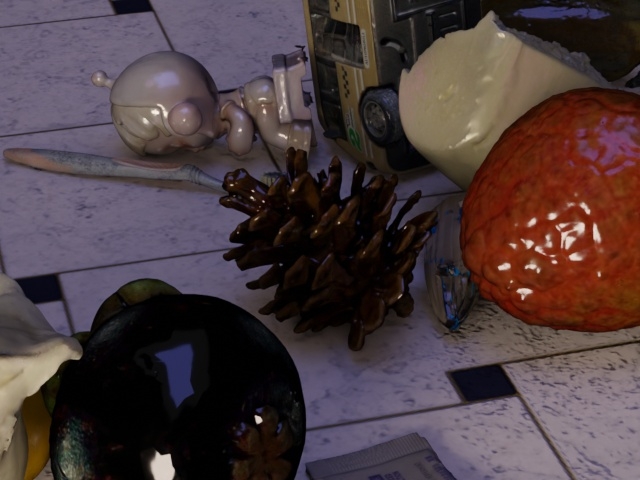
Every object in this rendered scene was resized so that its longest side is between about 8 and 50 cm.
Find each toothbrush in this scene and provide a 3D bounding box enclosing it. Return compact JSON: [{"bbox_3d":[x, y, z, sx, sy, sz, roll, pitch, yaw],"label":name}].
[{"bbox_3d":[-0.187,-0.077,1.922,0.375,0.037,0.028,6,28,16],"label":"toothbrush"}]

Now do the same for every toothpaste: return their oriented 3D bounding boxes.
[{"bbox_3d":[0.086,0.233,1.369,0.099,0.068,0.282,17,15,-27],"label":"toothpaste"}]

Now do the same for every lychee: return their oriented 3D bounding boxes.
[{"bbox_3d":[0.273,-0.036,1.639,0.255,0.255,0.300,27,65,38],"label":"lychee"}]

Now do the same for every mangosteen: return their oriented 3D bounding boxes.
[{"bbox_3d":[-0.123,0.146,1.360,0.242,0.243,0.243,0,30,0],"label":"mangosteen"}]

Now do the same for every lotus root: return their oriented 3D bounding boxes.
[{"bbox_3d":[0.299,-0.264,2.147,0.241,0.123,0.124,5,22,4],"label":"lotus root"}]

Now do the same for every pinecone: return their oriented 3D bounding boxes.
[{"bbox_3d":[-0.001,0.002,1.651,0.212,0.169,0.185,16,17,2],"label":"pinecone"}]

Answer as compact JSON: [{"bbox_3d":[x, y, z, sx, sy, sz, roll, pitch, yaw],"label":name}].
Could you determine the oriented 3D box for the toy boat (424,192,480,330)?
[{"bbox_3d":[0.135,0.024,1.717,0.084,0.066,0.210,-23,30,22],"label":"toy boat"}]

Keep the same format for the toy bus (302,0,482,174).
[{"bbox_3d":[0.080,-0.271,1.935,0.177,0.365,0.202,-18,23,-30],"label":"toy bus"}]

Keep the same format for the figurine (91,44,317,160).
[{"bbox_3d":[-0.135,-0.158,1.952,0.256,0.145,0.182,-3,33,1],"label":"figurine"}]

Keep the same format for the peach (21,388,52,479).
[{"bbox_3d":[-0.302,0.149,1.462,0.179,0.103,0.179,-1,29,1],"label":"peach"}]

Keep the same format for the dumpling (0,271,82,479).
[{"bbox_3d":[-0.334,0.149,1.295,0.318,0.187,0.243,-47,38,1],"label":"dumpling"}]

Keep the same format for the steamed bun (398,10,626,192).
[{"bbox_3d":[0.189,-0.145,1.814,0.170,0.225,0.200,30,86,50],"label":"steamed bun"}]
